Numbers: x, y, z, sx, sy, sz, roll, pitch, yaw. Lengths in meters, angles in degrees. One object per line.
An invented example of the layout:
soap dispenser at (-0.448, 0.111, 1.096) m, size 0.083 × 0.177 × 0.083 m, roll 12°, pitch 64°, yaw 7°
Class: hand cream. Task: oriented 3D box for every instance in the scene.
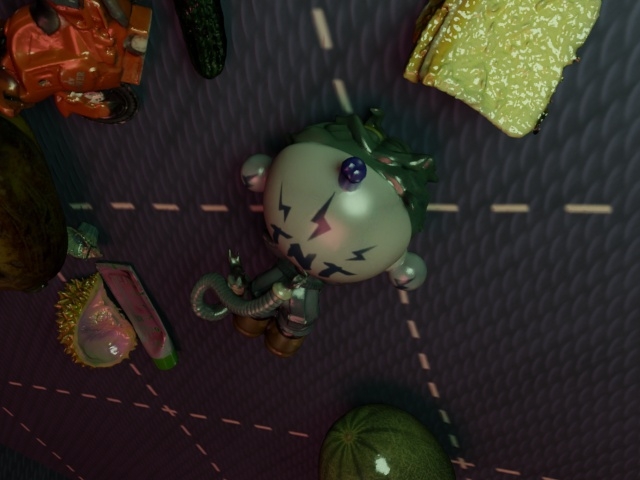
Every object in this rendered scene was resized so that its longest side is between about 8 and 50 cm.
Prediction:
hand cream at (-0.344, 0.143, 1.347) m, size 0.079 × 0.050 × 0.275 m, roll -13°, pitch 128°, yaw 5°

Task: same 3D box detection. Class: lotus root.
lotus root at (-0.479, -0.061, 1.051) m, size 0.179 × 0.196 × 0.397 m, roll -3°, pitch 137°, yaw -10°

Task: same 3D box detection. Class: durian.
durian at (-0.441, 0.159, 1.363) m, size 0.132 × 0.165 × 0.182 m, roll -14°, pitch 162°, yaw -2°

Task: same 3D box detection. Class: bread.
bread at (0.164, -0.189, 0.647) m, size 0.147 × 0.127 × 0.152 m, roll 27°, pitch 125°, yaw -4°

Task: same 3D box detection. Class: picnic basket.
picnic basket at (-0.403, 0.009, 1.183) m, size 0.065 × 0.083 × 0.083 m, roll -8°, pitch 135°, yaw 27°

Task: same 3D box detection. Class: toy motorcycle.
toy motorcycle at (-0.302, -0.249, 0.794) m, size 0.221 × 0.148 × 0.326 m, roll 9°, pitch 147°, yaw -17°

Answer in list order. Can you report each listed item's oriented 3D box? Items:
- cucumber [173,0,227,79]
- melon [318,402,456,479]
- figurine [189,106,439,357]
cucumber at (-0.135, -0.259, 0.754) m, size 0.058 × 0.052 × 0.215 m, roll 39°, pitch 152°, yaw 31°
melon at (0.118, 0.431, 1.276) m, size 0.237 × 0.237 × 0.302 m, roll -7°, pitch 131°, yaw 34°
figurine at (0.004, 0.000, 0.884) m, size 0.261 × 0.186 × 0.382 m, roll 22°, pitch 138°, yaw -7°
